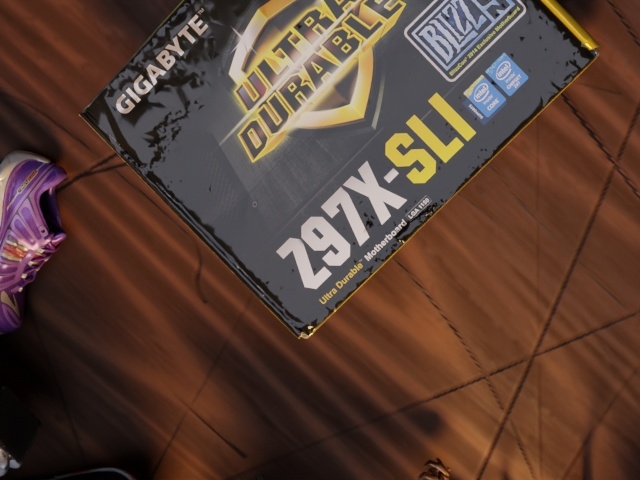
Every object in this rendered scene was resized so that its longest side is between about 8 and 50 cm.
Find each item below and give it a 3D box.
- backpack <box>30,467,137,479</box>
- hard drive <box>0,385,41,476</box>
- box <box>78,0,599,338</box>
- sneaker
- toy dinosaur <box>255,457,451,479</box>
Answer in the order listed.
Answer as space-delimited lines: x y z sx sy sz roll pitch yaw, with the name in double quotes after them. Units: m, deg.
-0.248 0.320 1.081 0.253 0.225 0.191 -19 118 20 "backpack"
-0.448 0.157 1.084 0.339 0.064 0.237 -23 117 27 "hard drive"
0.012 -0.123 0.952 0.257 0.079 0.322 46 103 -1 "box"
-0.262 0.008 1.080 0.071 0.068 0.170 15 108 2 "sneaker"
-0.006 0.325 1.041 0.218 0.322 0.164 36 149 27 "toy dinosaur"
